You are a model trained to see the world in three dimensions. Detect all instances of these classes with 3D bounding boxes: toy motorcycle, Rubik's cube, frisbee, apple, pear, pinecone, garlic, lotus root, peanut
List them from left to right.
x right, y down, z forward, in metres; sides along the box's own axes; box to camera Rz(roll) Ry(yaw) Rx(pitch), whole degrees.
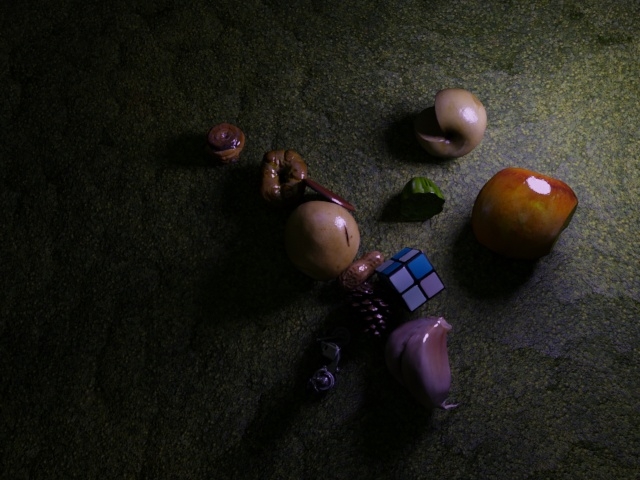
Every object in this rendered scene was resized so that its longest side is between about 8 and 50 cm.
[{"bbox_3d":[0.000,0.000,1.831,0.310,0.309,0.308,-2,72,5],"label":"pear"},{"bbox_3d":[0.021,0.447,1.732,0.127,0.205,0.274,15,80,11],"label":"toy motorcycle"},{"bbox_3d":[0.035,-0.189,1.914,0.251,0.251,0.021,33,99,14],"label":"frisbee"},{"bbox_3d":[0.161,0.123,1.871,0.226,0.108,0.095,-35,81,-8],"label":"peanut"},{"bbox_3d":[0.190,0.263,1.791,0.179,0.184,0.204,-5,102,-9],"label":"pinecone"},{"bbox_3d":[0.338,0.146,1.781,0.167,0.183,0.180,-35,97,-7],"label":"Rubik's cube"},{"bbox_3d":[0.362,0.466,1.729,0.246,0.232,0.339,-7,86,-43],"label":"garlic"},{"bbox_3d":[0.412,-0.199,1.935,0.186,0.186,0.186,-2,72,5],"label":"lotus root"},{"bbox_3d":[0.539,-0.490,1.941,0.292,0.291,0.254,13,50,9],"label":"apple"},{"bbox_3d":[0.778,-0.089,1.789,0.384,0.374,0.373,17,70,-30],"label":"apple"}]

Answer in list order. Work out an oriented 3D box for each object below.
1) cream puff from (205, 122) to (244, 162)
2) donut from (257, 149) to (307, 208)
[{"bbox_3d":[-0.425,-0.432,2.094,0.189,0.129,0.188,-3,63,5],"label":"cream puff"},{"bbox_3d":[-0.160,-0.260,2.013,0.209,0.128,0.261,7,73,6],"label":"donut"}]
